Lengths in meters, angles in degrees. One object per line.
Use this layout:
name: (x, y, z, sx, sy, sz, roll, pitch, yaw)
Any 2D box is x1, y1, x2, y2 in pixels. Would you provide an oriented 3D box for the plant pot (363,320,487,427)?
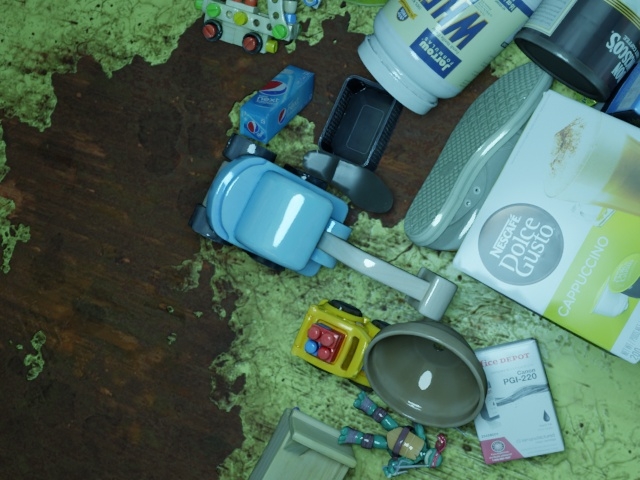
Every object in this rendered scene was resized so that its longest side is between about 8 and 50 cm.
plant pot: (0.211, 0.234, 1.373, 0.237, 0.110, 0.237, 17, 129, 22)

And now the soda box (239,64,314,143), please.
soda box: (-0.091, -0.297, 1.557, 0.067, 0.210, 0.071, 22, 136, 16)

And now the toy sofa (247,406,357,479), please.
toy sofa: (-0.077, 0.548, 1.527, 0.150, 0.177, 0.363, 28, 94, -8)

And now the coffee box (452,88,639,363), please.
coffee box: (0.469, -0.014, 1.295, 0.334, 0.338, 0.338, 30, 94, 17)

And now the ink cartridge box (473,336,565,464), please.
ink cartridge box: (0.376, 0.314, 1.425, 0.158, 0.092, 0.218, -16, 79, 15)

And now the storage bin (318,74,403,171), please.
storage bin: (0.088, -0.249, 1.560, 0.122, 0.084, 0.180, 25, 93, 17)

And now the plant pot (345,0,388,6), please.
plant pot: (0.116, -0.702, 1.519, 0.274, 0.275, 0.294, -9, 67, 15)

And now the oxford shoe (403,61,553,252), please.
oxford shoe: (0.335, -0.163, 1.466, 0.130, 0.169, 0.449, 34, 87, -25)

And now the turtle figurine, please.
turtle figurine: (0.164, 0.404, 1.451, 0.234, 0.118, 0.175, 20, 56, 20)

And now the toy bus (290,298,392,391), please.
toy bus: (0.052, 0.216, 1.467, 0.220, 0.211, 0.150, 24, 91, 15)

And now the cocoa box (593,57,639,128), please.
cocoa box: (0.704, -0.217, 1.254, 0.347, 0.228, 0.231, 34, 96, -1)

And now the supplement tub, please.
supplement tub: (0.254, -0.433, 1.424, 0.325, 0.235, 0.235, -44, 75, 26)

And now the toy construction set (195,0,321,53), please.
toy construction set: (-0.159, -0.543, 1.621, 0.327, 0.151, 0.215, 27, 118, 24)

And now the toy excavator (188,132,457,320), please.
toy excavator: (0.000, 0.000, 1.439, 0.222, 0.432, 0.445, -62, 31, 4)

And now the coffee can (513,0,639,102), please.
coffee can: (0.505, -0.414, 1.267, 0.201, 0.201, 0.275, 39, 102, 16)

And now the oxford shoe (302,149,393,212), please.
oxford shoe: (0.060, -0.130, 1.518, 0.212, 0.076, 0.076, 31, 95, -6)

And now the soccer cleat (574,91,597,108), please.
soccer cleat: (0.531, -0.327, 1.431, 0.289, 0.093, 0.121, 36, 98, 16)
